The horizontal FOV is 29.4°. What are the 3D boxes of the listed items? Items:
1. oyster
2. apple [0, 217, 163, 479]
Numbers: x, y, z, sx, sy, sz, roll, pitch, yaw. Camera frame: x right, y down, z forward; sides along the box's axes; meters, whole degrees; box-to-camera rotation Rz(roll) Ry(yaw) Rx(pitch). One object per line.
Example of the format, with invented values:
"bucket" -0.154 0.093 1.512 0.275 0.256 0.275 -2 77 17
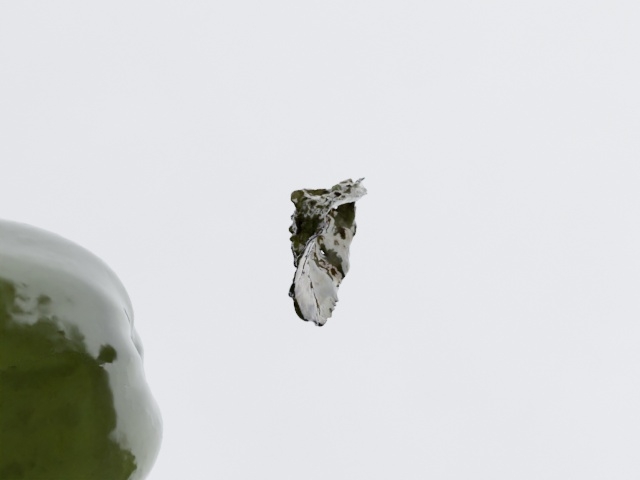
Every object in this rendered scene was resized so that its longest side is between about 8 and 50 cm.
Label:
"oyster" 0.003 -0.003 1.080 0.056 0.177 0.105 2 -46 21
"apple" -0.324 0.147 1.137 0.357 0.357 0.357 6 -68 15
